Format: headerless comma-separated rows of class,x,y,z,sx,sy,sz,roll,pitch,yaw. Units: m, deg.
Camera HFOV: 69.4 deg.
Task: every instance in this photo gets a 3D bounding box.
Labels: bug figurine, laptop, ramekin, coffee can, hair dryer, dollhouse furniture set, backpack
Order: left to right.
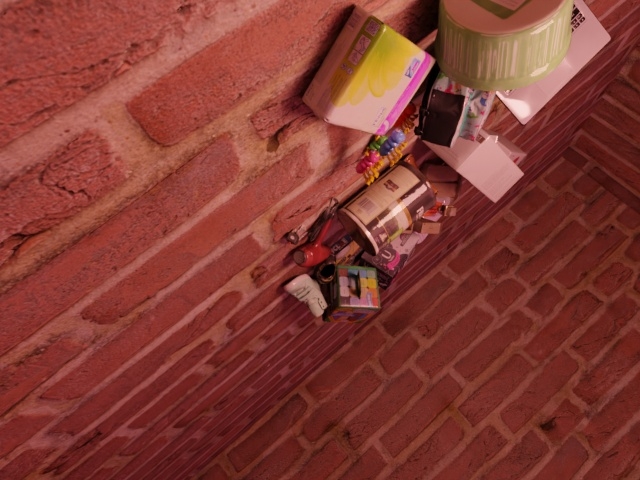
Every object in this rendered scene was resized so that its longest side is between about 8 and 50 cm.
hair dryer,0.000,0.000,1.551,0.223,0.080,0.293,-39,159,-13
coffee can,0.223,-0.109,1.572,0.275,0.201,0.201,-39,158,-9
bug figurine,0.184,-0.275,1.279,0.216,0.072,0.279,-45,-169,39
dollhouse furniture set,0.402,-0.219,1.877,0.303,0.174,0.355,-2,105,-33
backpack,0.373,-0.405,1.246,0.225,0.191,0.253,76,27,-68
ramekin,0.407,-0.502,1.036,0.303,0.303,0.148,-41,151,-5
laptop,0.661,-0.618,1.352,0.382,0.408,0.236,-45,-168,7

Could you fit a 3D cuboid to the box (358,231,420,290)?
box,0.292,0.058,1.984,0.247,0.163,0.142,-50,164,-26

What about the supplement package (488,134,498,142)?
supplement package,0.651,-0.342,1.885,0.105,0.105,0.179,-37,135,-70

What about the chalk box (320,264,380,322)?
chalk box,0.128,0.213,1.883,0.179,0.180,0.289,6,155,-17

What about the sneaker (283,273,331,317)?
sneaker,-0.043,0.217,1.774,0.094,0.151,0.256,-34,160,15

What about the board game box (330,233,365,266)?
board game box,0.114,0.046,1.890,0.165,0.042,0.243,-38,158,-13

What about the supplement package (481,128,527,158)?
supplement package,0.764,-0.371,2.062,0.293,0.175,0.177,-13,143,-53

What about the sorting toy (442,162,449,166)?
sorting toy,0.478,-0.228,2.028,0.307,0.041,0.229,-49,154,15

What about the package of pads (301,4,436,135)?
package of pads,0.113,-0.360,1.042,0.296,0.101,0.229,-7,137,-56

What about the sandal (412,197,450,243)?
sandal,0.466,-0.111,2.054,0.102,0.076,0.265,28,101,-30

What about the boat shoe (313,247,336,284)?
boat shoe,0.018,0.117,1.786,0.081,0.069,0.228,-7,147,-7

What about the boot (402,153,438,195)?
boot,0.358,-0.221,1.660,0.073,0.152,0.197,-43,159,1

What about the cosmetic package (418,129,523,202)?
cosmetic package,0.540,-0.299,1.636,0.385,0.217,0.156,18,119,-47
